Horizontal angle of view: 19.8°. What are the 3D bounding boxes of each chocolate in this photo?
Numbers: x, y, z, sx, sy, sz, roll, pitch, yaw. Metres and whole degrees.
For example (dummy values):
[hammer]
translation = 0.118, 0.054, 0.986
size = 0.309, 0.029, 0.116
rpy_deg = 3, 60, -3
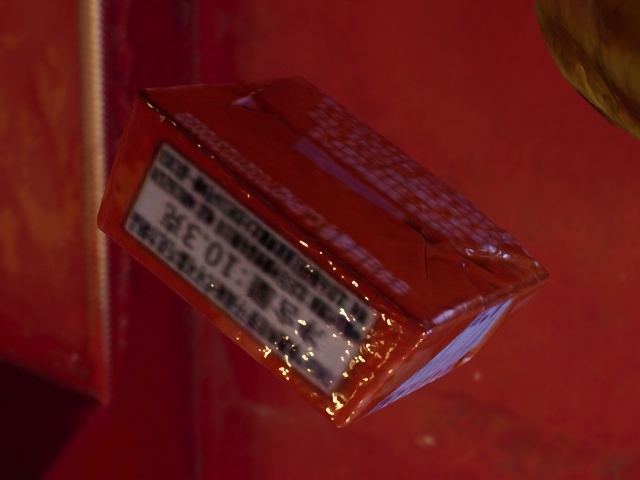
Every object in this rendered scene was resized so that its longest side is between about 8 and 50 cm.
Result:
[chocolate]
translation = 0.000, 0.000, 1.177
size = 0.237, 0.235, 0.108
rpy_deg = 40, 110, 14

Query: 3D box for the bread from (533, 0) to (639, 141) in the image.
[bread]
translation = 0.131, -0.030, 0.338
size = 0.181, 0.222, 0.096
rpy_deg = 27, 98, -5
